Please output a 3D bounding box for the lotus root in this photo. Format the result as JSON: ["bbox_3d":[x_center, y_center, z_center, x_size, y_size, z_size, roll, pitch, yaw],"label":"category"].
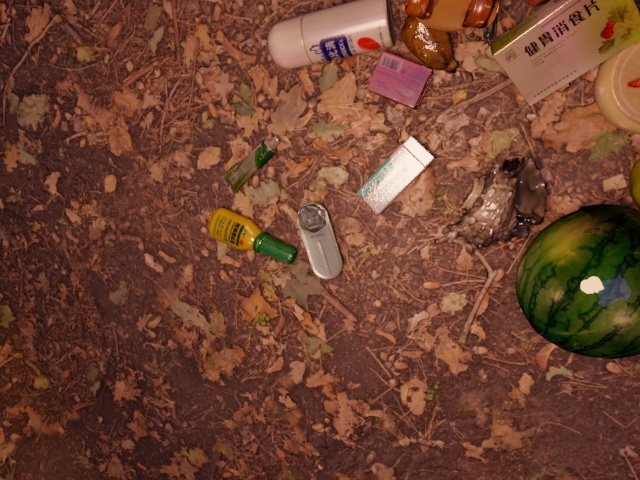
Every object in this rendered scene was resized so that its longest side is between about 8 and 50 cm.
[{"bbox_3d":[0.288,-0.508,1.056,0.108,0.094,0.190,-33,96,44],"label":"lotus root"}]

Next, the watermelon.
[{"bbox_3d":[0.638,0.099,0.945,0.364,0.363,0.362,4,103,17],"label":"watermelon"}]

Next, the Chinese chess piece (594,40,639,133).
[{"bbox_3d":[0.770,-0.367,0.929,0.251,0.097,0.250,4,102,17],"label":"Chinese chess piece"}]

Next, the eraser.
[{"bbox_3d":[0.212,-0.183,1.170,0.095,0.052,0.225,46,112,6],"label":"eraser"}]

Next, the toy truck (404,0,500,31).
[{"bbox_3d":[0.306,-0.624,0.896,0.205,0.211,0.287,8,142,-3],"label":"toy truck"}]

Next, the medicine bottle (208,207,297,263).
[{"bbox_3d":[-0.220,-0.007,1.335,0.309,0.076,0.111,23,109,11],"label":"medicine bottle"}]

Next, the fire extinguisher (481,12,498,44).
[{"bbox_3d":[0.430,-0.538,1.037,0.038,0.025,0.083,3,104,-7],"label":"fire extinguisher"}]

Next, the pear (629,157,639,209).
[{"bbox_3d":[0.829,-0.141,0.937,0.216,0.166,0.180,-26,81,-4],"label":"pear"}]

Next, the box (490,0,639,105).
[{"bbox_3d":[0.550,-0.451,0.921,0.175,0.062,0.261,36,135,-26],"label":"box"}]

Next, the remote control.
[{"bbox_3d":[0.000,0.000,1.278,0.104,0.052,0.247,-14,97,19],"label":"remote control"}]

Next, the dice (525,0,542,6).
[{"bbox_3d":[0.528,-0.643,0.905,0.175,0.179,0.173,-26,92,16],"label":"dice"}]

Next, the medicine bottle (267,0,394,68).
[{"bbox_3d":[0.019,-0.554,1.107,0.342,0.130,0.130,-4,101,18],"label":"medicine bottle"}]

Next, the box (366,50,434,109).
[{"bbox_3d":[0.215,-0.431,1.111,0.156,0.060,0.111,29,109,12],"label":"box"}]

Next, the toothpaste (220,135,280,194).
[{"bbox_3d":[-0.219,-0.244,1.299,0.248,0.047,0.078,-37,85,23],"label":"toothpaste"}]

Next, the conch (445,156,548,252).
[{"bbox_3d":[0.433,-0.101,1.016,0.186,0.313,0.240,45,156,39],"label":"conch"}]
